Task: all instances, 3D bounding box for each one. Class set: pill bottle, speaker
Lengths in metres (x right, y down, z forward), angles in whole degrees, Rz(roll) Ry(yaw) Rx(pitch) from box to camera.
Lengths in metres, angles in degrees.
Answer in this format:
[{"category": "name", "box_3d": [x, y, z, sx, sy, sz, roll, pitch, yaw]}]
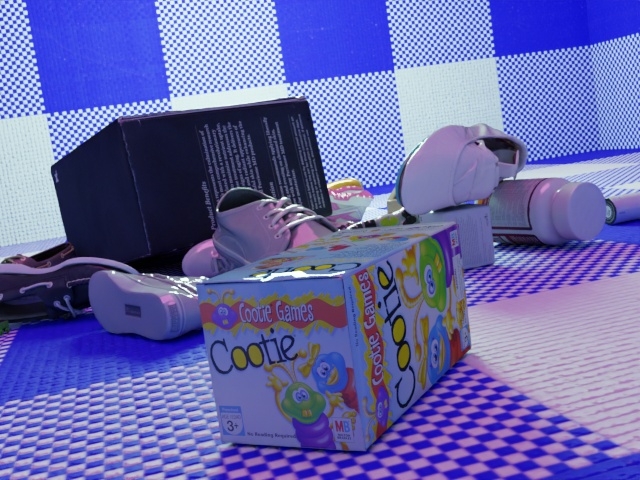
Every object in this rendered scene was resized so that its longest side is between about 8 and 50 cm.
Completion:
[{"category": "pill bottle", "box_3d": [0.390, -0.052, 1.460, 0.121, 0.121, 0.221, -13, 8, -32]}, {"category": "speaker", "box_3d": [0.619, -0.068, 1.595, 0.136, 0.055, 0.055, -11, 7, -18]}]

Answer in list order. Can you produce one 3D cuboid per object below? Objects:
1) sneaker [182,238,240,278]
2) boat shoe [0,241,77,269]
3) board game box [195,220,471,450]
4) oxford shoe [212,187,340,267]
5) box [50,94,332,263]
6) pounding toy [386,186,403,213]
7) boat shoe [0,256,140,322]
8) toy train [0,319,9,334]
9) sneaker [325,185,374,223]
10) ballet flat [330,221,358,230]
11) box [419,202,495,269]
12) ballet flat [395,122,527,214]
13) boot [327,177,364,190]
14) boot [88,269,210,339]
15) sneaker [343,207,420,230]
[{"category": "sneaker", "box_3d": [-0.163, 0.039, 1.597, 0.212, 0.080, 0.094, -9, 19, -15]}, {"category": "boat shoe", "box_3d": [-0.655, 0.073, 1.792, 0.109, 0.091, 0.305, -4, 8, 30]}, {"category": "board game box", "box_3d": [0.028, 0.076, 0.768, 0.144, 0.142, 0.275, -4, 8, 29]}, {"category": "oxford shoe", "box_3d": [-0.056, -0.003, 1.409, 0.169, 0.130, 0.449, -12, 20, -33]}, {"category": "box", "box_3d": [-0.312, -0.121, 1.912, 0.471, 0.298, 0.479, -12, -1, -35]}, {"category": "pounding toy", "box_3d": [0.241, -0.053, 1.802, 0.181, 0.094, 0.206, -1, 18, 14]}, {"category": "boat shoe", "box_3d": [-0.452, 0.096, 1.403, 0.302, 0.091, 0.114, -7, -37, 19]}, {"category": "toy train", "box_3d": [-0.541, 0.149, 1.327, 0.017, 0.024, 0.083, -5, 7, 27]}, {"category": "sneaker", "box_3d": [0.013, -0.083, 2.127, 0.252, 0.111, 0.103, 5, 21, -17]}, {"category": "ballet flat", "box_3d": [0.000, 0.000, 1.747, 0.221, 0.077, 0.079, -1, 30, 44]}, {"category": "box", "box_3d": [0.228, -0.007, 1.368, 0.087, 0.102, 0.101, -9, 8, -17]}, {"category": "ballet flat", "box_3d": [0.261, -0.129, 1.388, 0.139, 0.139, 0.400, -4, 12, 31]}, {"category": "boot", "box_3d": [-0.044, -0.088, 2.220, 0.295, 0.104, 0.211, -24, -9, 29]}, {"category": "boot", "box_3d": [-0.242, 0.094, 1.225, 0.123, 0.095, 0.258, -6, 13, -41]}, {"category": "sneaker", "box_3d": [0.135, -0.011, 1.536, 0.278, 0.107, 0.118, -9, -3, -26]}]
